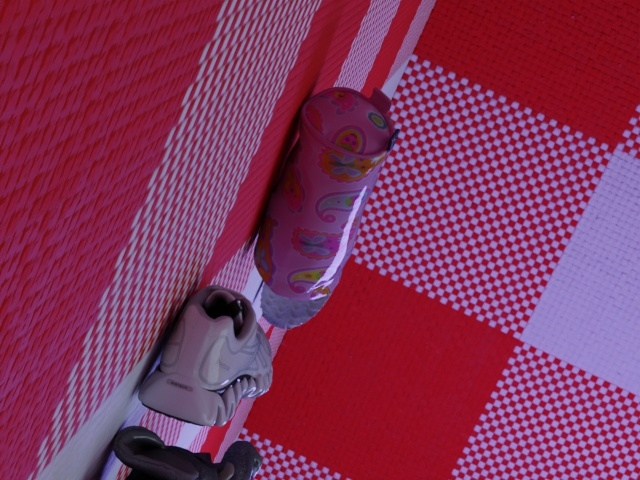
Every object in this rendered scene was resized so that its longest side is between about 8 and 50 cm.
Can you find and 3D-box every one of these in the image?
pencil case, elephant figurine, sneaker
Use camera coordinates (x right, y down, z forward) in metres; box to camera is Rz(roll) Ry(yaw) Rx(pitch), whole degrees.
[{"bbox_3d":[0.005,-0.054,1.862,0.284,0.124,0.124,111,5,-45],"label":"pencil case"},{"bbox_3d":[-0.155,0.262,1.534,0.169,0.186,0.239,-32,-148,8],"label":"elephant figurine"},{"bbox_3d":[-0.098,0.101,1.606,0.292,0.110,0.118,-50,156,-80],"label":"sneaker"},{"bbox_3d":[0.001,0.000,2.421,0.146,0.102,0.293,-17,133,-87],"label":"sneaker"}]

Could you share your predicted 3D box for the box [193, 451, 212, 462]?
[{"bbox_3d":[-0.163,0.480,1.892,0.395,0.097,0.318,100,-15,-57],"label":"box"}]
